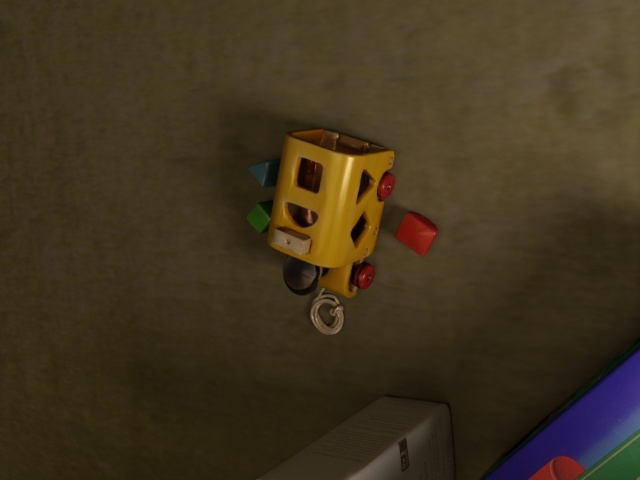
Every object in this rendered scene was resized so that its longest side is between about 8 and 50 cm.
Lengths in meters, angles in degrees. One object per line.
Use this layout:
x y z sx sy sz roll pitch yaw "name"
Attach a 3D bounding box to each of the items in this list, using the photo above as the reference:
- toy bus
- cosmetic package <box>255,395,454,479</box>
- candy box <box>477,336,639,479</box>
-0.002 -0.013 0.818 0.191 0.104 0.202 -32 82 33 "toy bus"
0.042 0.238 0.766 0.085 0.231 0.118 0 101 32 "cosmetic package"
0.318 0.208 0.651 0.268 0.122 0.317 47 119 15 "candy box"
